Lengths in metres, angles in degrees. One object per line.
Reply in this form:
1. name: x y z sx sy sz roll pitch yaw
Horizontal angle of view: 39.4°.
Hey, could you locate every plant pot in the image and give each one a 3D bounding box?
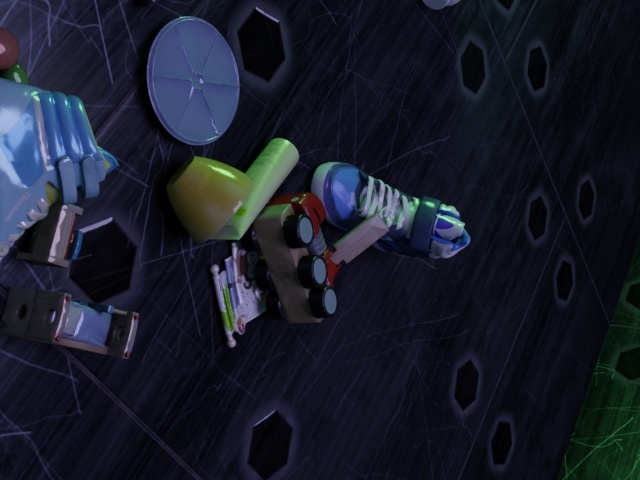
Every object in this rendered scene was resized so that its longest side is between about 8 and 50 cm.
1. plant pot: -0.184 -0.076 1.400 0.095 0.134 0.134 42 58 -17

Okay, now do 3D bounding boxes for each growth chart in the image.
1. growth chart: -0.109 0.057 1.575 0.237 0.021 0.172 -36 119 -45

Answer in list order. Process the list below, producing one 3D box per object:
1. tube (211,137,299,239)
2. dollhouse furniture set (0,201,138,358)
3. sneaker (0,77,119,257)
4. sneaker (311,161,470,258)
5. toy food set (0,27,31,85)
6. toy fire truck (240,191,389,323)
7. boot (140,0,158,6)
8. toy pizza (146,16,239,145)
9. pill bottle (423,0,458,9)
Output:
1. tube: -0.115 -0.081 1.508 0.062 0.070 0.240 36 53 -3
2. dollhouse furniture set: -0.325 0.053 1.211 0.129 0.128 0.184 24 74 -50
3. sneaker: -0.358 -0.039 1.094 0.208 0.127 0.319 4 103 -28
4. sneaker: 0.158 -0.059 1.730 0.322 0.236 0.130 35 65 -48
5. toy food set: -0.419 -0.204 1.119 0.128 0.071 0.218 -34 118 -45
6. toy fire truck: 0.000 0.000 1.593 0.246 0.158 0.217 -53 130 -52
7. boot: -0.247 -0.416 1.346 0.121 0.045 0.099 -41 120 -42
8. toy pizza: -0.205 -0.252 1.420 0.201 0.032 0.201 -4 94 -52
9. pill bottle: 0.288 -0.576 1.972 0.169 0.094 0.094 -47 127 -39
